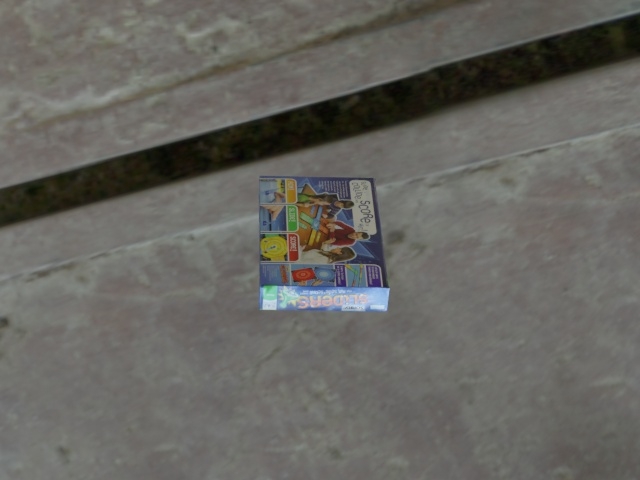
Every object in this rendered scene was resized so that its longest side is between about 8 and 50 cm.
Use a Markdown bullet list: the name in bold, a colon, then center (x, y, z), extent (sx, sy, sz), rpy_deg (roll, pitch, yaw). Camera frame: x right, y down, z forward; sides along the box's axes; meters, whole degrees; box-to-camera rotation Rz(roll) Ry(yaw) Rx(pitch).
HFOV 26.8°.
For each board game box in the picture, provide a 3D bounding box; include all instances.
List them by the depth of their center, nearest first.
- **board game box**: center (0.000, 0.000, 1.468), extent (0.136, 0.201, 0.035), rpy_deg (1, 127, -3)
